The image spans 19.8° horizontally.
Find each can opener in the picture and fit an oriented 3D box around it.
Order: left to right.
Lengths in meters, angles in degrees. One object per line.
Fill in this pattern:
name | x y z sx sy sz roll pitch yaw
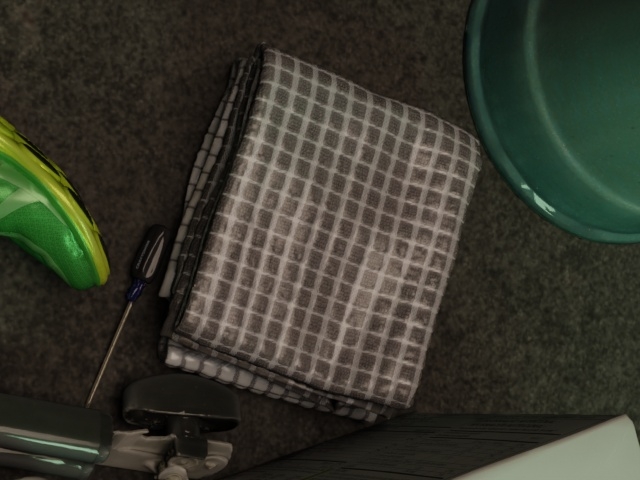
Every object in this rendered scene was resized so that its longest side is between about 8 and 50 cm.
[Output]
can opener | -0.201 0.152 1.507 0.280 0.074 0.093 9 57 -26

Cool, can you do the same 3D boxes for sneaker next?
sneaker | -0.295 -0.050 1.470 0.295 0.109 0.123 39 92 -20

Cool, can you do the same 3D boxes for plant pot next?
plant pot | 0.362 -0.181 1.669 0.341 0.334 0.341 3 83 -27

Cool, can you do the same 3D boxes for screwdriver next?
screwdriver | -0.169 0.063 1.557 0.025 0.024 0.170 25 79 8

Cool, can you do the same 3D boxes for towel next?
towel | 0.000 0.000 1.588 0.235 0.121 0.284 21 76 -22

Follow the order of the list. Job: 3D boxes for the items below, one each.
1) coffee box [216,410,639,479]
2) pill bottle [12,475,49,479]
coffee box | 0.069 0.341 1.465 0.334 0.338 0.338 -17 93 -27
pill bottle | -0.190 0.326 1.386 0.152 0.152 0.272 -32 72 -26
